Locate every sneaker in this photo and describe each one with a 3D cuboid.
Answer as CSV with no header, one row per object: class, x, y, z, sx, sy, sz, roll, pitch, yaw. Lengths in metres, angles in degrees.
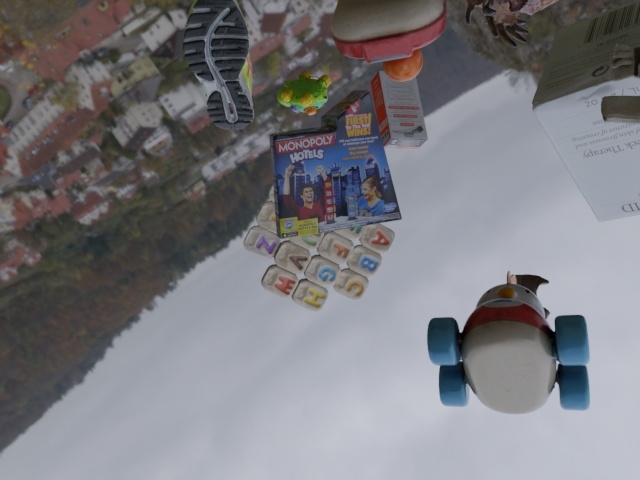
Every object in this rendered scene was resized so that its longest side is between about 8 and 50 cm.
sneaker,0.415,0.160,1.190,0.071,0.188,0.066,0,176,16
sneaker,-0.130,-0.248,0.797,0.082,0.094,0.208,0,146,-3

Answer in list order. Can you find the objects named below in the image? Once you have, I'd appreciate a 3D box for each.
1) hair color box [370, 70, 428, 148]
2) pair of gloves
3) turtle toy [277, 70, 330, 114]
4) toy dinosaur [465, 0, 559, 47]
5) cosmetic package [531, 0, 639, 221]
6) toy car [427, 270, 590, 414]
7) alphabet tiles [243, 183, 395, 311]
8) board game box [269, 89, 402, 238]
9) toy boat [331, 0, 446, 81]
hair color box,0.174,-0.290,1.349,0.093,0.167,0.053,-2,162,-20
pair of gloves,0.611,-0.275,1.064,0.204,0.042,0.240,11,-130,22
turtle toy,-0.039,-0.308,1.286,0.130,0.066,0.095,20,-125,30
toy dinosaur,0.293,-0.360,0.845,0.200,0.127,0.295,-42,-176,25
cosmetic package,0.757,-0.311,1.413,0.330,0.393,0.327,-12,-140,45
toy car,0.300,0.130,0.970,0.219,0.210,0.237,-5,-140,20
alphabet tiles,0.000,0.000,1.235,0.284,0.278,0.021,-62,-167,6
board game box,0.018,-0.114,0.871,0.194,0.194,0.060,-9,-164,-21
toy boat,0.108,-0.298,0.860,0.151,0.151,0.231,-5,-139,17
